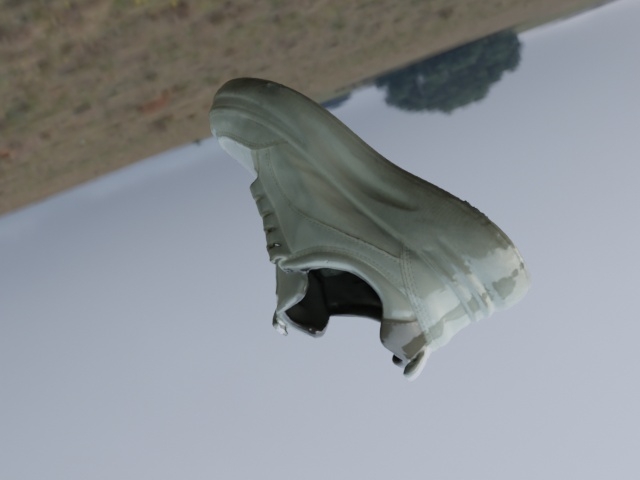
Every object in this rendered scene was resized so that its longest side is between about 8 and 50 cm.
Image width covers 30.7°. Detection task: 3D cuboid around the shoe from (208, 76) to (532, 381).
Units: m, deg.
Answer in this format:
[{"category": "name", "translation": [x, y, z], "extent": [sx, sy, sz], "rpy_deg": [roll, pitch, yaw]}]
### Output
[{"category": "shoe", "translation": [0.000, 0.000, 0.913], "extent": [0.316, 0.124, 0.159], "rpy_deg": [31, -106, 30]}]
